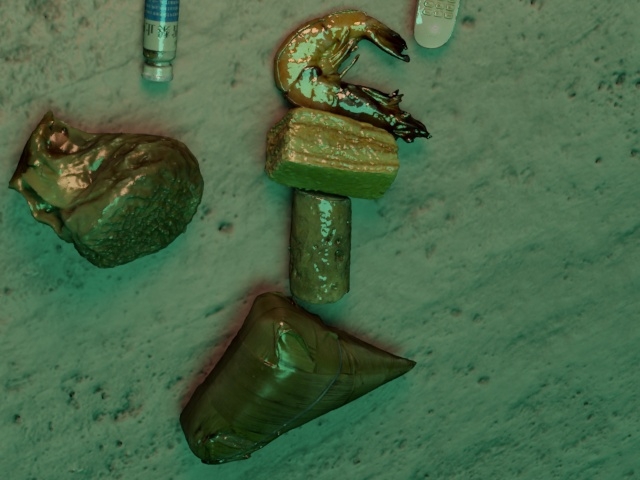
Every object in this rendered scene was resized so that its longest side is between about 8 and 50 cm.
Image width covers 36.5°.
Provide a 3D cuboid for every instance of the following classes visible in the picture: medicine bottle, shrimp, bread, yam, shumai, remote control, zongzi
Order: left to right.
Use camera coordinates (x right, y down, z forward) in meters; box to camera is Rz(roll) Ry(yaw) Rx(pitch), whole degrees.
[{"bbox_3d":[-0.305,-0.093,1.437,0.225,0.222,0.261,-47,157,19],"label":"shumai"},{"bbox_3d":[-0.229,-0.327,1.397,0.051,0.051,0.191,0,113,-19],"label":"medicine bottle"},{"bbox_3d":[-0.037,0.275,1.702,0.361,0.160,0.323,21,117,-38],"label":"zongzi"},{"bbox_3d":[0.000,0.000,1.596,0.107,0.107,0.194,-6,115,-16],"label":"yam"},{"bbox_3d":[0.019,-0.132,1.505,0.196,0.138,0.102,10,76,-13],"label":"bread"},{"bbox_3d":[0.070,-0.261,1.528,0.289,0.075,0.178,20,104,-12],"label":"shrimp"},{"bbox_3d":[0.185,-0.413,1.507,0.073,0.044,0.229,2,105,-24],"label":"remote control"}]
